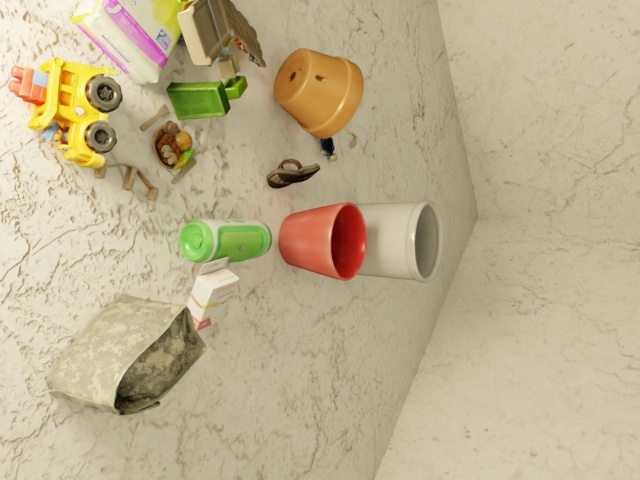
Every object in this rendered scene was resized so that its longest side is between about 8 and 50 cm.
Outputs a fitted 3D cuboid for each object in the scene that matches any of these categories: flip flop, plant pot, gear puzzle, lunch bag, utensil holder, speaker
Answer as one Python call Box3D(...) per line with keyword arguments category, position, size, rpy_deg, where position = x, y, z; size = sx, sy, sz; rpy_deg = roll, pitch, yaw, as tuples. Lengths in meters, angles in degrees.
Box3D(category="flip flop", position=(-0.100, -0.248, 1.917), size=(0.277, 0.112, 0.080), rpy_deg=(-24, 86, -53))
Box3D(category="plant pot", position=(0.000, 0.000, 1.947), size=(0.275, 0.243, 0.275), rpy_deg=(-7, 98, -58))
Box3D(category="gear puzzle", position=(-0.269, -0.642, 1.595), size=(0.339, 0.044, 0.176), rpy_deg=(32, 38, -63))
Box3D(category="plant pot", position=(-0.025, -0.525, 1.874), size=(0.203, 0.290, 0.291), rpy_deg=(19, 75, -39))
Box3D(category="lunch bag", position=(-0.450, 0.277, 1.253), size=(0.287, 0.235, 0.169), rpy_deg=(-50, 135, -45))
Box3D(category="utensil holder", position=(0.272, -0.002, 2.250), size=(0.327, 0.385, 0.328), rpy_deg=(-7, 99, -58))
Box3D(category="speaker", position=(-0.275, -0.001, 1.620), size=(0.296, 0.131, 0.131), rpy_deg=(-4, 95, -58))

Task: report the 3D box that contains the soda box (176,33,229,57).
Box3D(category="soda box", position=(-0.340, -0.573, 1.541), size=(0.183, 0.058, 0.063), rpy_deg=(-3, 95, -57))

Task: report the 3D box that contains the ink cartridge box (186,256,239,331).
Box3D(category="ink cartridge box", position=(-0.307, 0.151, 1.547), size=(0.115, 0.067, 0.198), rpy_deg=(-21, 141, -55))

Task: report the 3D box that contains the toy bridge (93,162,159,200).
Box3D(category="toy bridge", position=(-0.481, -0.158, 1.372), size=(0.188, 0.026, 0.063), rpy_deg=(27, 68, -56))

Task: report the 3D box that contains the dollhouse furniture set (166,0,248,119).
Box3D(category="dollhouse furniture set", position=(-0.328, -0.506, 1.453), size=(0.198, 0.151, 0.302), rpy_deg=(-70, 156, -44))

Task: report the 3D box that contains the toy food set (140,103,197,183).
Box3D(category="toy food set", position=(-0.401, -0.260, 1.481), size=(0.132, 0.038, 0.192), rpy_deg=(-58, 137, -38))

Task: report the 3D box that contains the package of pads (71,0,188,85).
Box3D(category="package of pads", position=(-0.448, -0.572, 1.331), size=(0.229, 0.101, 0.297), rpy_deg=(47, 52, -50))

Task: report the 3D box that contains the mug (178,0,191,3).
Box3D(category="mug", position=(-0.336, -0.641, 1.359), size=(0.064, 0.062, 0.078), rpy_deg=(-25, 107, -49))

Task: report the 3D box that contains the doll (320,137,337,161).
Box3D(category="doll", position=(0.025, -0.387, 2.146), size=(0.189, 0.046, 0.129), rpy_deg=(68, 30, -43))

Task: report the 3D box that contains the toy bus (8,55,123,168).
Box3D(category="toy bus", position=(-0.553, -0.278, 1.157), size=(0.211, 0.149, 0.221), rpy_deg=(7, 89, -45))
